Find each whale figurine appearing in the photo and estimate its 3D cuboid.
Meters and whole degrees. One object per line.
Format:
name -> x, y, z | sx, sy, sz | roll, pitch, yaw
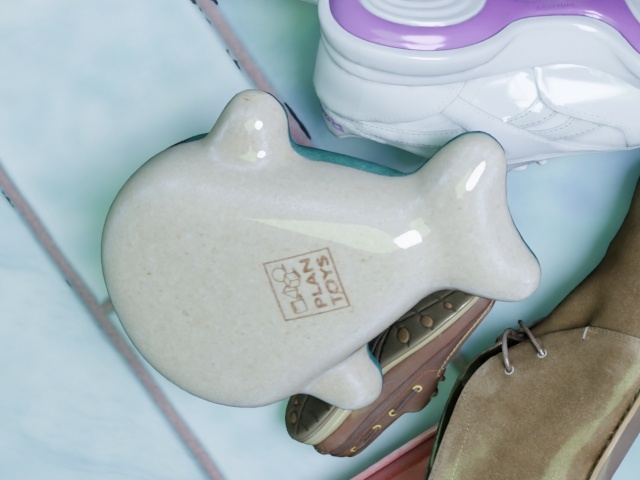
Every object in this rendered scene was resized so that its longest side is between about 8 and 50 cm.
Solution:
whale figurine -> 0.000, 0.000, 0.689 | 0.272, 0.141, 0.216 | -14, 108, 24

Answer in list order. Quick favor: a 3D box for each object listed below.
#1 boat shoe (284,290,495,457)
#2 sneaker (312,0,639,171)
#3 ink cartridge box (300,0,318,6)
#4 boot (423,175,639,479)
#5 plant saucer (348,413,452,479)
boat shoe -> 0.055, 0.083, 0.752 | 0.060, 0.064, 0.178 | 37, 109, -28
sneaker -> 0.143, -0.103, 0.684 | 0.305, 0.152, 0.114 | 6, 58, -6
ink cartridge box -> 0.001, -0.320, 0.685 | 0.166, 0.065, 0.332 | 19, 104, 8
boot -> 0.152, 0.074, 0.683 | 0.115, 0.112, 0.305 | 22, 91, 9
plant saucer -> 0.074, 0.283, 0.785 | 0.259, 0.048, 0.258 | -36, 91, 14
